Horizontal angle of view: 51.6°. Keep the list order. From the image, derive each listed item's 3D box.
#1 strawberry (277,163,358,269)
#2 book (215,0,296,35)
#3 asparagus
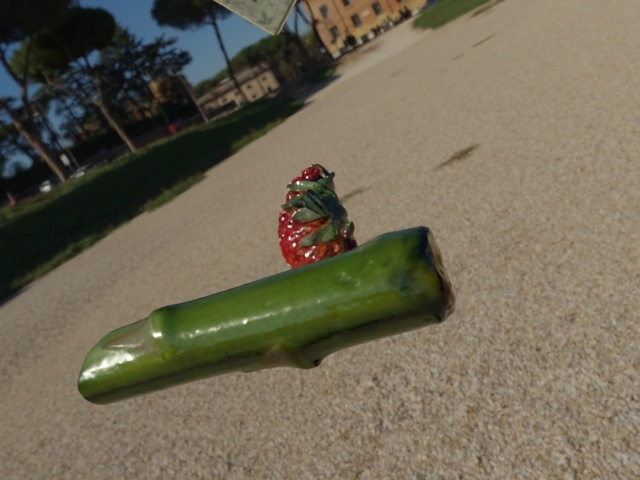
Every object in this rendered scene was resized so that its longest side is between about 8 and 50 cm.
[{"bbox_3d":[-0.001,-0.001,0.678,0.085,0.140,0.192,-29,20,-2],"label":"strawberry"},{"bbox_3d":[-0.065,-0.177,0.262,0.118,0.172,0.012,-58,7,23],"label":"book"},{"bbox_3d":[-0.045,0.057,0.445,0.278,0.067,0.060,-16,18,20],"label":"asparagus"}]
